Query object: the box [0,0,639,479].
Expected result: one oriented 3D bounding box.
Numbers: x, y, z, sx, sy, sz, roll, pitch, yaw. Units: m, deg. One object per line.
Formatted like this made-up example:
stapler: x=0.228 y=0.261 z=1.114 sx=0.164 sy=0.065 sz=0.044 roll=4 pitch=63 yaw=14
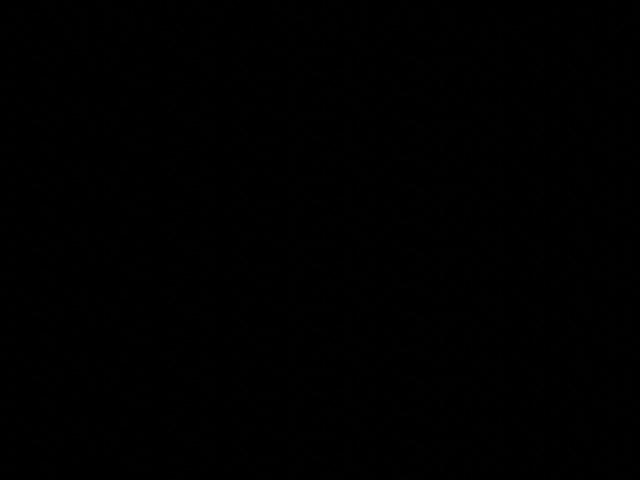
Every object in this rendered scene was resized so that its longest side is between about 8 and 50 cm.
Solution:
box: x=0.082 y=0.098 z=0.160 sx=0.297 sy=0.480 sz=0.472 roll=11 pitch=25 yaw=-10
